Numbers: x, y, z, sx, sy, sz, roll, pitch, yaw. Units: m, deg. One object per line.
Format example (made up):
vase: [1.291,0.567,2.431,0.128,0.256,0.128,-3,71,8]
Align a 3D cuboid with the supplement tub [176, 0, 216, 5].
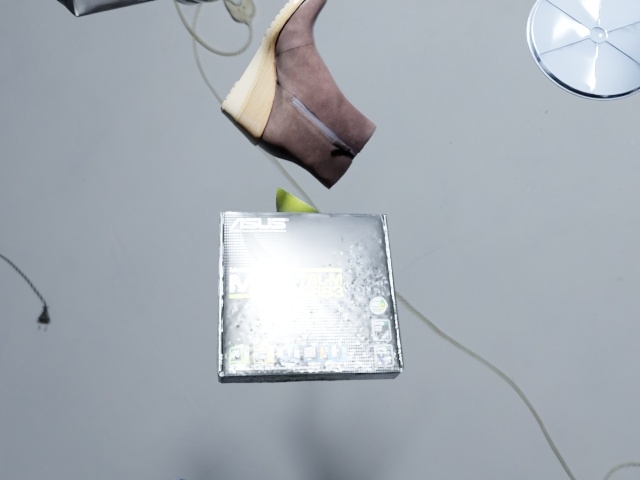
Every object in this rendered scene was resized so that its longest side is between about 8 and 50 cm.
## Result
supplement tub: [-0.168,-0.473,1.000,0.200,0.144,0.144,-6,92,43]

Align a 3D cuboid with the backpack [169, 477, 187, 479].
backpack: [-0.099,0.218,0.386,0.101,0.120,0.098,-41,109,17]

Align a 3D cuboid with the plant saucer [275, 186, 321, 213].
plant saucer: [0.000,0.000,1.151,0.045,0.188,0.188,-47,40,-7]

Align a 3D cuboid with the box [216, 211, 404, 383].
box: [-0.015,0.058,0.666,0.191,0.045,0.184,1,66,-7]

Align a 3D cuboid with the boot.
boot: [-0.003,-0.226,0.910,0.207,0.090,0.248,32,94,-10]

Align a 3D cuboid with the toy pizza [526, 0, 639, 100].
toy pizza: [0.398,-0.292,0.903,0.201,0.032,0.201,0,75,-1]

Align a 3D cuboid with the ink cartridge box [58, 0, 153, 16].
ink cartridge box: [-0.383,-0.615,1.164,0.130,0.272,0.309,41,141,29]
